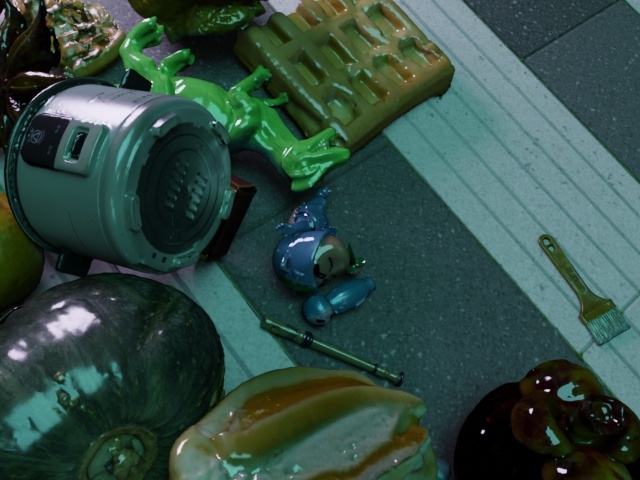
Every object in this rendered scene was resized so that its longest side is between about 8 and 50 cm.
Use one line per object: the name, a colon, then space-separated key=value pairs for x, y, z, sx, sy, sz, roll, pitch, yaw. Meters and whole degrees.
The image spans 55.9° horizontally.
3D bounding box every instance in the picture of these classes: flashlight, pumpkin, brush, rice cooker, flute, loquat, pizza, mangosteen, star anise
flashlight: x=0.030 y=0.090 z=0.943 sx=0.129 sy=0.051 sz=0.051 roll=-27 pitch=75 yaw=-27
pumpkin: x=-0.262 y=0.193 z=0.689 sx=0.328 sy=0.291 sz=0.258 roll=-26 pitch=37 yaw=-37
brush: x=0.462 y=0.079 z=1.079 sx=0.083 sy=0.010 sz=0.218 roll=-24 pitch=74 yaw=-23
rice cooker: x=-0.258 y=-0.083 z=0.779 sx=0.227 sy=0.241 sz=0.280 roll=14 pitch=84 yaw=25
flute: x=0.018 y=0.166 z=0.916 sx=0.233 sy=0.027 sz=0.027 roll=24 pitch=62 yaw=-3
loquat: x=-0.464 y=0.026 z=0.762 sx=0.213 sy=0.213 sz=0.212 roll=6 pitch=65 yaw=-12
pizza: x=-0.427 y=-0.374 z=1.026 sx=0.147 sy=0.069 sz=0.226 roll=-28 pitch=76 yaw=-22
mangosteen: x=0.317 y=0.299 z=0.788 sx=0.233 sy=0.287 sz=0.287 roll=41 pitch=63 yaw=1
star anise: x=-0.421 y=-0.214 z=0.868 sx=0.103 sy=0.272 sz=0.271 roll=-3 pitch=60 yaw=-59

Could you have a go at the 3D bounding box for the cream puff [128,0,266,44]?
cream puff: x=-0.190 y=-0.431 z=1.023 sx=0.282 sy=0.282 sz=0.185 roll=-13 pitch=87 yaw=-19

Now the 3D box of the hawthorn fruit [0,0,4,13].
hawthorn fruit: x=-0.594 y=-0.375 z=0.910 sx=0.215 sy=0.215 sz=0.249 roll=25 pitch=75 yaw=-2

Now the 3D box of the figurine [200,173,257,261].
figurine: x=-0.174 y=-0.033 z=0.901 sx=0.098 sy=0.082 sz=0.154 roll=31 pitch=103 yaw=5

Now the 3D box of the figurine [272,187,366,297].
figurine: x=0.003 y=0.003 z=0.943 sx=0.145 sy=0.114 sz=0.178 roll=8 pitch=55 yaw=1

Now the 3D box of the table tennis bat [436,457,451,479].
table tennis bat: x=0.077 y=0.292 z=0.871 sx=0.237 sy=0.038 sz=0.149 roll=24 pitch=61 yaw=2

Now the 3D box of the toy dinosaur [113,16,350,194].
toy dinosaur: x=-0.253 y=-0.137 z=0.956 sx=0.500 sy=0.144 sz=0.374 roll=-33 pitch=79 yaw=-10

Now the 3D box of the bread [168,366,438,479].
bread: x=-0.044 y=0.306 z=0.698 sx=0.301 sy=0.341 sz=0.210 roll=-13 pitch=41 yaw=-31

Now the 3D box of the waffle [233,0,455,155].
waffle: x=0.059 y=-0.335 z=1.130 sx=0.348 sy=0.077 sz=0.304 roll=-38 pitch=81 yaw=-26
